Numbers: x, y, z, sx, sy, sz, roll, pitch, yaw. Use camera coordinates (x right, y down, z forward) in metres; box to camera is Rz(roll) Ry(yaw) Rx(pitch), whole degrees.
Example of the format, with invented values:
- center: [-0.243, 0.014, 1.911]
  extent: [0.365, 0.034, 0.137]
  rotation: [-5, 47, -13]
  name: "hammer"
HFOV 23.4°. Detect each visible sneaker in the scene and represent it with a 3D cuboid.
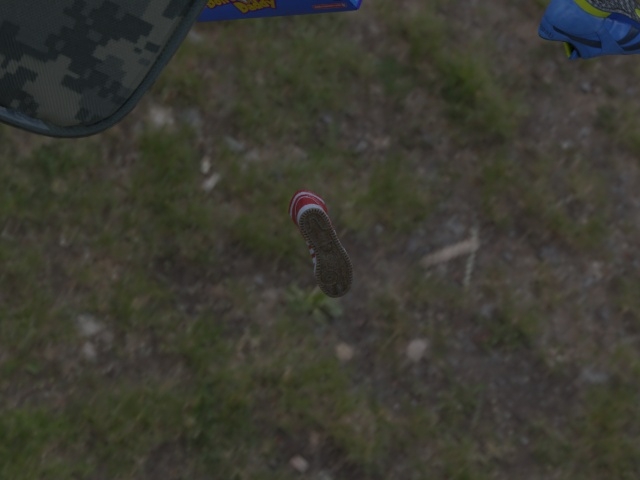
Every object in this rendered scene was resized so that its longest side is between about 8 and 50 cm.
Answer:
- center: [0.000, 0.000, 1.629]
  extent: [0.042, 0.118, 0.067]
  rotation: [-21, 32, -3]
  name: "sneaker"
- center: [0.332, -0.247, 1.819]
  extent: [0.209, 0.082, 0.069]
  rotation: [8, 42, -45]
  name: "sneaker"

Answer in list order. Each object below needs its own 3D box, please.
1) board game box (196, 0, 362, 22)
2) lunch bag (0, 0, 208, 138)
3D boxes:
- center: [-0.140, -0.358, 1.802]
  extent: [0.233, 0.347, 0.078]
  rotation: [46, 56, -45]
  name: "board game box"
- center: [-0.155, -0.215, 0.602]
  extent: [0.305, 0.212, 0.256]
  rotation: [22, 34, -19]
  name: "lunch bag"
